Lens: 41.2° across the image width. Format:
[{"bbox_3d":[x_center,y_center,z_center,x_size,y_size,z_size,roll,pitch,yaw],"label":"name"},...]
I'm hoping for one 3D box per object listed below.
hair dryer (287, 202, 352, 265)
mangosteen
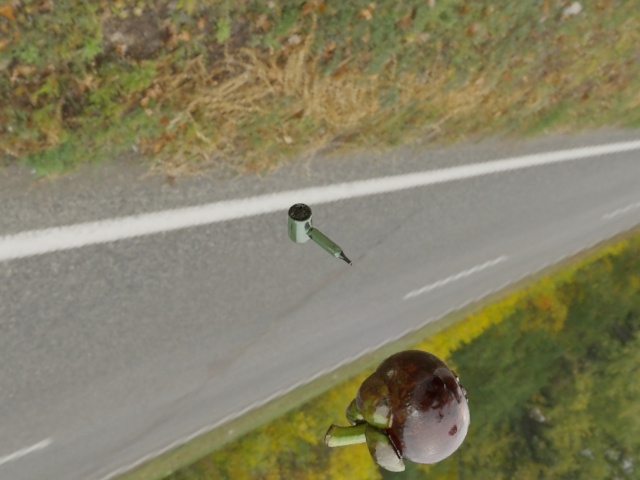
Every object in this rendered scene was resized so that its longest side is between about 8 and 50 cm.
[{"bbox_3d":[0.000,0.000,1.519,0.047,0.150,0.071,-41,157,-22],"label":"hair dryer"},{"bbox_3d":[0.104,0.226,1.082,0.181,0.156,0.145,-27,-166,-23],"label":"mangosteen"}]
